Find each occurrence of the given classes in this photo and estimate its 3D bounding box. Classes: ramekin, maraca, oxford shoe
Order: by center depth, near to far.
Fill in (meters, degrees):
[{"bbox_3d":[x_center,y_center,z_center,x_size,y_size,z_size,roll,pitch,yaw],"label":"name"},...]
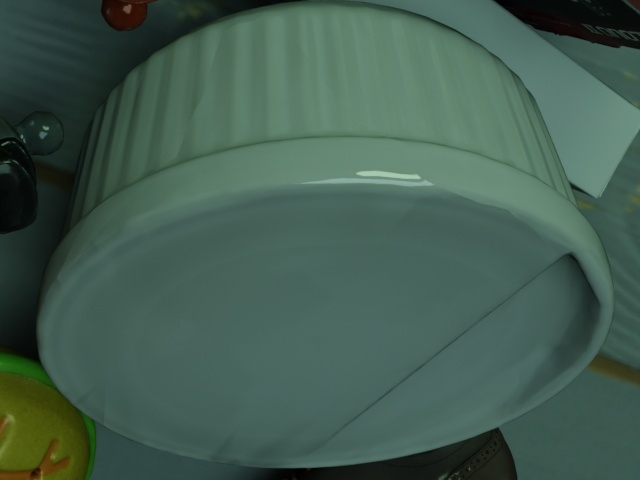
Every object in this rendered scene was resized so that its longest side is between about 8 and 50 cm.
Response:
[{"bbox_3d":[0.000,0.000,0.718,0.273,0.127,0.273,-3,146,-2],"label":"ramekin"},{"bbox_3d":[-0.177,0.126,0.760,0.127,0.099,0.185,-12,134,-10],"label":"maraca"},{"bbox_3d":[-0.009,0.167,0.851,0.271,0.097,0.098,-14,89,-23],"label":"oxford shoe"}]

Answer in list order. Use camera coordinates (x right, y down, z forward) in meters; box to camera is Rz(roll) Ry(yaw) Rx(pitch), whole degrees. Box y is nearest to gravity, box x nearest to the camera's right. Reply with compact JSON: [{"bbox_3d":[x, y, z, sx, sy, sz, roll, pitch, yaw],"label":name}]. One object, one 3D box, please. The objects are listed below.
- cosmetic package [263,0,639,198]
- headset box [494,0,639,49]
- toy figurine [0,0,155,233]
[{"bbox_3d":[0.056,-0.111,0.785,0.239,0.099,0.060,31,92,-26],"label":"cosmetic package"},{"bbox_3d":[0.072,-0.201,0.701,0.293,0.218,0.110,32,91,-25],"label":"headset box"},{"bbox_3d":[-0.189,-0.122,0.664,0.213,0.148,0.209,25,100,-29],"label":"toy figurine"}]
